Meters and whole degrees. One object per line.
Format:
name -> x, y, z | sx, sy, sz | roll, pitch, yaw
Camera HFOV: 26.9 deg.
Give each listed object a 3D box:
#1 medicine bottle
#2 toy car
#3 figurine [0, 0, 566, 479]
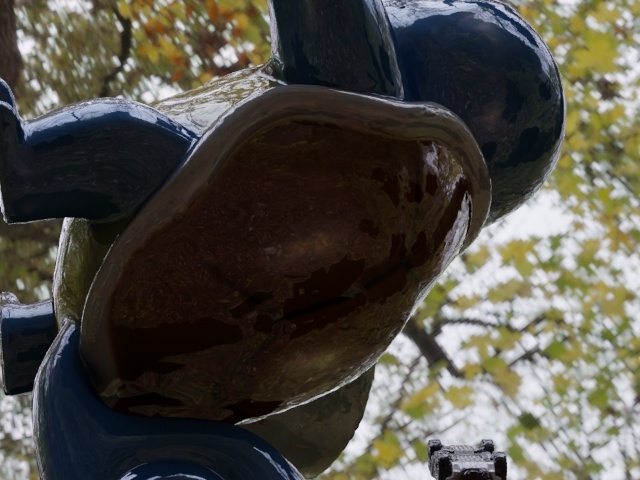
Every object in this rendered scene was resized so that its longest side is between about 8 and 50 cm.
medicine bottle -> -0.051, 0.086, 0.958 | 0.143, 0.147, 0.147 | 22, -69, -21
toy car -> 0.169, 0.272, 1.542 | 0.080, 0.171, 0.070 | 0, -90, -1
figurine -> -0.039, -0.009, 0.672 | 0.416, 0.243, 0.298 | -54, -20, -39
